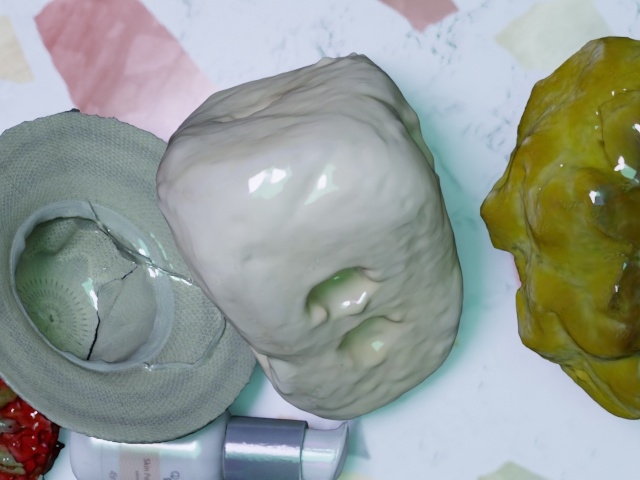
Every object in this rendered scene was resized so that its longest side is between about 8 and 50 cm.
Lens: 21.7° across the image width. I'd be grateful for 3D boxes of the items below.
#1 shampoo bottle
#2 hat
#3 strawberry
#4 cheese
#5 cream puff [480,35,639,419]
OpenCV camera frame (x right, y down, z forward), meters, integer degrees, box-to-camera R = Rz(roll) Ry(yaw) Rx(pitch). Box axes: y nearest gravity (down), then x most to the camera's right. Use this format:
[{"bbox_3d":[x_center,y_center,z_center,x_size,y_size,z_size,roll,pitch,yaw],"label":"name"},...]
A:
[{"bbox_3d":[-0.078,0.148,1.180,0.192,0.074,0.074,5,86,6],"label":"shampoo bottle"},{"bbox_3d":[-0.172,0.041,1.172,0.110,0.252,0.252,-34,80,45],"label":"hat"},{"bbox_3d":[-0.258,0.130,1.197,0.145,0.086,0.145,0,87,5],"label":"strawberry"},{"bbox_3d":[0.002,-0.001,1.102,0.173,0.248,0.251,-19,90,5],"label":"cheese"},{"bbox_3d":[0.228,-0.025,1.118,0.282,0.185,0.282,-9,109,-27],"label":"cream puff"}]
